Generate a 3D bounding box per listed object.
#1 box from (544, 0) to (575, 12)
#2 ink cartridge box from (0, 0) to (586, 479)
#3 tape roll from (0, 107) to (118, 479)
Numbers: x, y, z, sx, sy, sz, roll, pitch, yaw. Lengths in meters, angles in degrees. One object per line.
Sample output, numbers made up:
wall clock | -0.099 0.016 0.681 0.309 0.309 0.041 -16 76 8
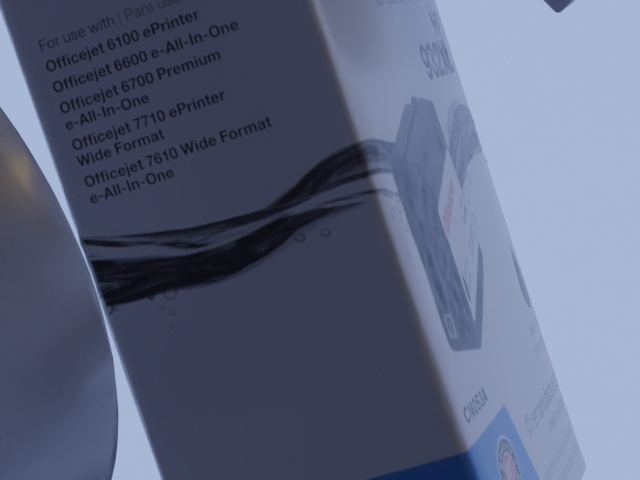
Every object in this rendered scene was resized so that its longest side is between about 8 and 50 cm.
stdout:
box | 0.077 -0.268 0.817 0.290 0.087 0.169 46 -53 -3
ink cartridge box | 0.000 0.000 0.782 0.129 0.223 0.307 -17 -86 18
tape roll | -0.166 0.026 0.568 0.219 0.072 0.219 21 -54 32
